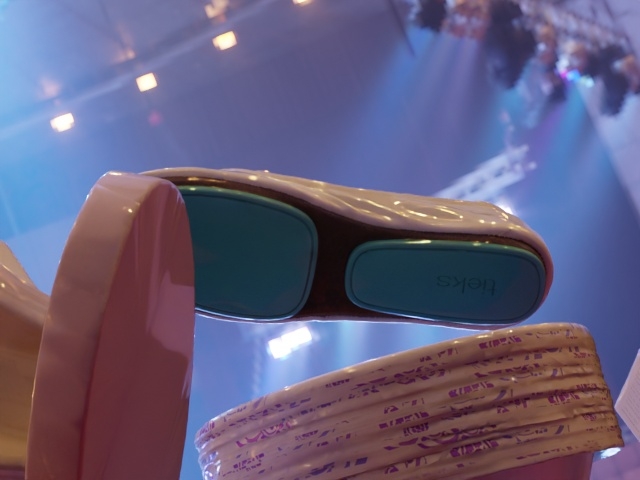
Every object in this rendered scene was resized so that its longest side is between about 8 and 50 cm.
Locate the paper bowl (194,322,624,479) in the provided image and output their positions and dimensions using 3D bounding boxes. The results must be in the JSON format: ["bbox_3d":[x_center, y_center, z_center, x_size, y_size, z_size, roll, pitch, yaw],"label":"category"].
[{"bbox_3d":[0.066,0.164,1.039,0.284,0.148,0.284,-13,-13,-3],"label":"paper bowl"}]

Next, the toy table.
[{"bbox_3d":[-0.165,0.083,0.769,0.161,0.274,0.252,12,20,9],"label":"toy table"}]

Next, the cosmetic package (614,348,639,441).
[{"bbox_3d":[0.459,0.122,1.579,0.224,0.138,0.224,-7,-50,-24],"label":"cosmetic package"}]

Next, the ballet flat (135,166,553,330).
[{"bbox_3d":[0.000,0.000,1.324,0.400,0.139,0.139,7,-17,-9],"label":"ballet flat"}]
